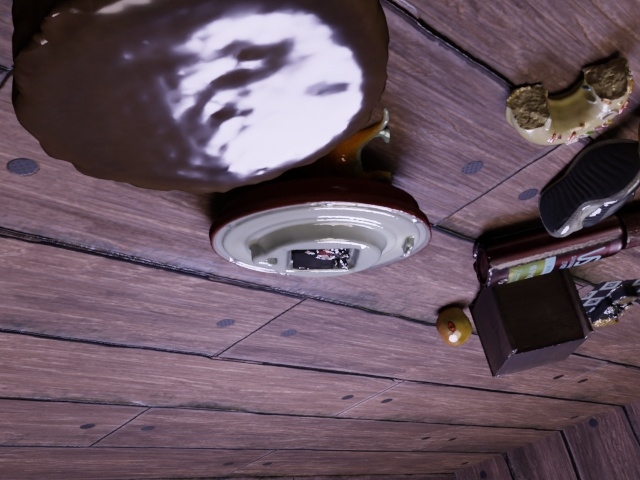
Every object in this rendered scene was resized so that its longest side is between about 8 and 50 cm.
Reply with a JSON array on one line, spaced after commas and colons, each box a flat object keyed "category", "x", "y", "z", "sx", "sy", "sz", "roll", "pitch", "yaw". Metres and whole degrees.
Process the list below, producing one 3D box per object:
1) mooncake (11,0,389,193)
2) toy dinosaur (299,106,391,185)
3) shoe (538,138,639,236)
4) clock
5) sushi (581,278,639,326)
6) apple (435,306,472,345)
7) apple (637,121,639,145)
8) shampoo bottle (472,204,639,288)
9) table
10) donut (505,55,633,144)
[{"category": "mooncake", "x": -0.104, "y": -0.188, "z": 0.650, "sx": 0.323, "sy": 0.187, "sz": 0.324, "roll": -11, "pitch": 154, "yaw": -5}, {"category": "toy dinosaur", "x": 0.024, "y": -0.113, "z": 0.997, "sx": 0.142, "sy": 0.057, "sz": 0.212, "roll": -2, "pitch": 143, "yaw": 3}, {"category": "shoe", "x": 0.451, "y": -0.086, "z": 1.194, "sx": 0.112, "sy": 0.099, "sz": 0.227, "roll": -5, "pitch": 155, "yaw": -31}, {"category": "clock", "x": 0.000, "y": 0.000, "z": 1.073, "sx": 0.318, "sy": 0.080, "sz": 0.318, "roll": -3, "pitch": 162, "yaw": -1}, {"category": "sushi", "x": 0.699, "y": 0.166, "z": 1.797, "sx": 0.192, "sy": 0.051, "sz": 0.215, "roll": -3, "pitch": 150, "yaw": -20}, {"category": "apple", "x": 0.290, "y": 0.185, "z": 1.612, "sx": 0.071, "sy": 0.084, "sz": 0.084, "roll": -34, "pitch": 147, "yaw": 17}, {"category": "apple", "x": 0.516, "y": -0.156, "z": 1.062, "sx": 0.101, "sy": 0.114, "sz": 0.099, "roll": 15, "pitch": 143, "yaw": -23}, {"category": "shampoo bottle", "x": 0.446, "y": 0.009, "z": 1.363, "sx": 0.322, "sy": 0.084, "sz": 0.129, "roll": -13, "pitch": 155, "yaw": -3}, {"category": "table", "x": 0.420, "y": 0.156, "z": 1.524, "sx": 0.169, "sy": 0.173, "sz": 0.193, "roll": -13, "pitch": 156, "yaw": -5}, {"category": "donut", "x": 0.333, "y": -0.173, "z": 1.000, "sx": 0.165, "sy": 0.065, "sz": 0.108, "roll": -19, "pitch": 152, "yaw": 8}]
